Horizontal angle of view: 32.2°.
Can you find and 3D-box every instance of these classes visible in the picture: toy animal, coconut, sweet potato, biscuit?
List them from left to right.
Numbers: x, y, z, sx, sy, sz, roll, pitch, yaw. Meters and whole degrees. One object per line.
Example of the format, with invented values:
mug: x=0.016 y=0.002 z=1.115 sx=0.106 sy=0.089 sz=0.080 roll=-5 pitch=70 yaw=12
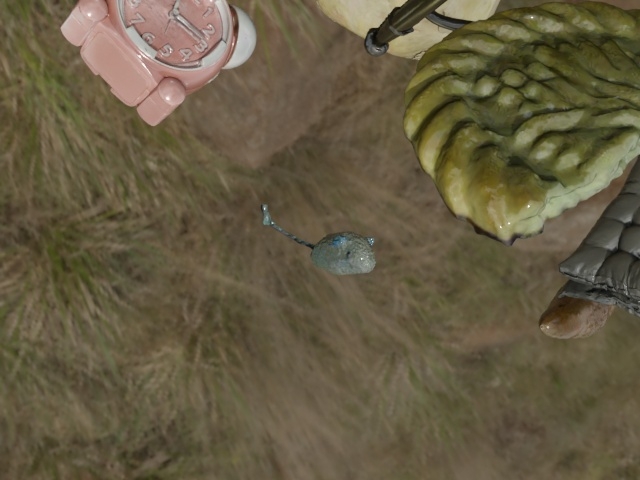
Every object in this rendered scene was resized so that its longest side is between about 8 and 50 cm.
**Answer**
toy animal: x=0.000 y=0.005 z=1.901 sx=0.070 sy=0.253 sz=0.079 roll=-4 pitch=110 yaw=-47
coconut: x=0.138 y=-0.446 z=1.614 sx=0.352 sy=0.353 sz=0.353 roll=-19 pitch=142 yaw=-16
biscuit: x=0.162 y=-0.109 z=0.781 sx=0.273 sy=0.187 sz=0.036 roll=-34 pitch=143 yaw=-29
sweet potato: x=0.443 y=0.096 z=1.846 sx=0.341 sy=0.092 sz=0.114 roll=-37 pitch=132 yaw=-43

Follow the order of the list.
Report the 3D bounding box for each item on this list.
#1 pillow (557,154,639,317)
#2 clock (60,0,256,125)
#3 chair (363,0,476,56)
pillow: x=0.544 y=-0.013 z=1.727 sx=0.326 sy=0.228 sz=0.101 roll=-48 pitch=133 yaw=-22
clock: x=-0.162 y=-0.220 z=1.137 sx=0.162 sy=0.166 sz=0.092 roll=-49 pitch=-169 yaw=-30
chair: x=0.258 y=-0.345 z=1.006 sx=0.361 sy=0.410 sz=0.365 roll=8 pitch=93 yaw=-3
